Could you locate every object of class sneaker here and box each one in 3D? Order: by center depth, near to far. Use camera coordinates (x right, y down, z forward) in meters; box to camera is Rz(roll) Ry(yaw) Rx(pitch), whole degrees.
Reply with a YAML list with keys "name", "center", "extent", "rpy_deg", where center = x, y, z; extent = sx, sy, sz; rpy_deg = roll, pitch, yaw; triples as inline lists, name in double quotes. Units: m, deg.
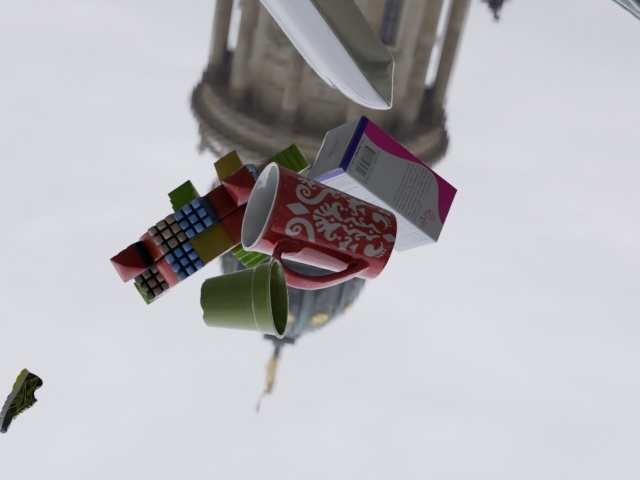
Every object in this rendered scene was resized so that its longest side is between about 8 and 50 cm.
- name: "sneaker"
  center: [-0.361, 0.196, 1.561]
  extent: [0.035, 0.031, 0.083]
  rpy_deg: [24, -108, -7]

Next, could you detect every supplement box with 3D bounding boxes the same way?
- name: "supplement box"
  center: [0.102, -0.089, 2.141]
  extent: [0.220, 0.114, 0.111]
  rpy_deg: [36, -118, -22]

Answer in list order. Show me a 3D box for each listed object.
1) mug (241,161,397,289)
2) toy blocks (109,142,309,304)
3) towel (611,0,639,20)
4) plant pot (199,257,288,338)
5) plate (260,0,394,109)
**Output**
- name: "mug"
  center: [-0.003, -0.001, 1.607]
  extent: [0.169, 0.150, 0.113]
  rpy_deg: [18, 165, -19]
- name: "toy blocks"
  center: [-0.194, -0.014, 2.150]
  extent: [0.191, 0.381, 0.261]
  rpy_deg: [57, -169, -1]
- name: "towel"
  center: [0.233, -0.197, 0.775]
  extent: [0.113, 0.152, 0.023]
  rpy_deg: [28, -163, -26]
- name: "plant pot"
  center: [-0.081, 0.062, 1.342]
  extent: [0.079, 0.083, 0.083]
  rpy_deg: [-4, -152, 11]
- name: "plate"
  center: [-0.028, -0.248, 1.217]
  extent: [0.278, 0.045, 0.277]
  rpy_deg: [52, -166, -12]
